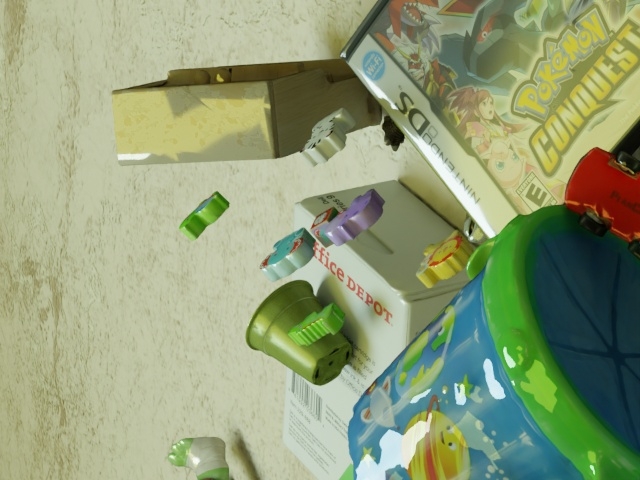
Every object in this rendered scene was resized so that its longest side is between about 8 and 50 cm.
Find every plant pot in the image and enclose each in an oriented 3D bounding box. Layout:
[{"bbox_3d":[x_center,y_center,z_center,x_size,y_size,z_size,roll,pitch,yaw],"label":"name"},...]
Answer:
[{"bbox_3d":[-0.014,0.093,1.791,0.079,0.083,0.083,43,140,30],"label":"plant pot"}]

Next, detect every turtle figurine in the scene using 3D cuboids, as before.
[{"bbox_3d":[-0.158,0.388,2.304,0.275,0.198,0.266,-34,45,19],"label":"turtle figurine"}]

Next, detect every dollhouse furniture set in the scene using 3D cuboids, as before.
[{"bbox_3d":[-0.077,-0.283,1.764,0.362,0.256,0.394,-2,99,22],"label":"dollhouse furniture set"}]

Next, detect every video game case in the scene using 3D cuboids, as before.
[{"bbox_3d":[0.161,-0.156,1.506,0.248,0.035,0.275,53,127,22],"label":"video game case"}]

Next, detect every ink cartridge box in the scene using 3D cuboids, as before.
[{"bbox_3d":[0.067,0.117,1.857,0.211,0.122,0.289,42,138,47],"label":"ink cartridge box"}]

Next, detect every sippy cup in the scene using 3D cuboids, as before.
[{"bbox_3d":[0.146,0.129,1.389,0.224,0.305,0.240,-40,85,33],"label":"sippy cup"}]

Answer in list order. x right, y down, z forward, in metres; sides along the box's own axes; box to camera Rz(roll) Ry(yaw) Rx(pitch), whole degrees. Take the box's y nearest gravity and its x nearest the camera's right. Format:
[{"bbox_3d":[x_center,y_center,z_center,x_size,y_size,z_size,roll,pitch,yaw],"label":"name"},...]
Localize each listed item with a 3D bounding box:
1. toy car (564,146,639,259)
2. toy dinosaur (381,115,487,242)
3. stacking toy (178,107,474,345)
[{"bbox_3d":[0.293,0.041,1.327,0.239,0.053,0.225,-4,86,23],"label":"toy car"},{"bbox_3d":[0.134,-0.155,1.634,0.160,0.121,0.313,0,95,36],"label":"toy dinosaur"},{"bbox_3d":[0.000,0.000,1.657,0.221,0.052,0.167,-31,112,37],"label":"stacking toy"}]
